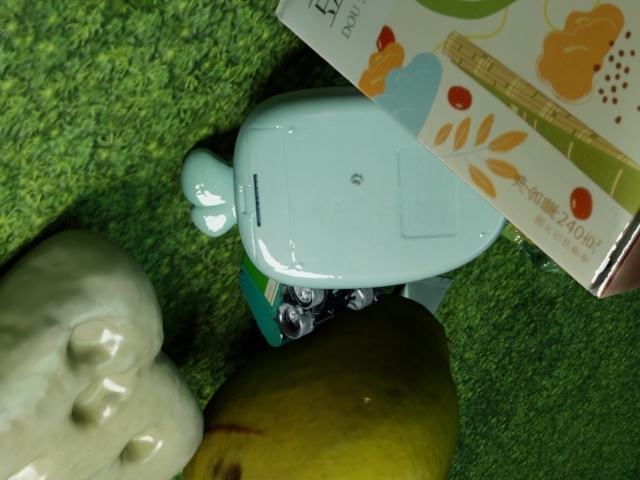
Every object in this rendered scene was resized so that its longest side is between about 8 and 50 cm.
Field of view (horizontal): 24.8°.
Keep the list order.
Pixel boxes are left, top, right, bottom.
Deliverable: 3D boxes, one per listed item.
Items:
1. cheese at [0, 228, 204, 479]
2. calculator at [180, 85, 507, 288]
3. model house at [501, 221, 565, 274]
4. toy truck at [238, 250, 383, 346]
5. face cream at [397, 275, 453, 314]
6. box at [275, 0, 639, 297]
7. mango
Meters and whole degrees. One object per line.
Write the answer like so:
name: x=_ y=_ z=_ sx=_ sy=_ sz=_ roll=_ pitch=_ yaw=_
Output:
cheese: x=-0.271 y=0.185 z=1.301 sx=0.328 sy=0.129 sz=0.351 roll=-38 pitch=150 yaw=-18
calculator: x=0.022 y=-0.045 z=1.288 sx=0.042 sy=0.295 sz=0.184 roll=-78 pitch=165 yaw=-72
model house: x=0.239 y=-0.088 z=1.601 sx=0.194 sy=0.170 sz=0.211 roll=-48 pitch=152 yaw=10
toy truck: x=0.000 y=0.000 z=1.436 sx=0.114 sy=0.124 sz=0.253 roll=-23 pitch=144 yaw=-38
face cream: x=0.081 y=0.144 z=1.829 sx=0.092 sy=0.058 sz=0.244 roll=9 pitch=115 yaw=-53
box: x=0.183 y=-0.211 z=1.109 sx=0.122 sy=0.385 sz=0.345 roll=-16 pitch=141 yaw=-46
mango: x=0.019 y=0.189 z=1.549 sx=0.301 sy=0.221 sz=0.445 roll=-23 pitch=-161 yaw=33
